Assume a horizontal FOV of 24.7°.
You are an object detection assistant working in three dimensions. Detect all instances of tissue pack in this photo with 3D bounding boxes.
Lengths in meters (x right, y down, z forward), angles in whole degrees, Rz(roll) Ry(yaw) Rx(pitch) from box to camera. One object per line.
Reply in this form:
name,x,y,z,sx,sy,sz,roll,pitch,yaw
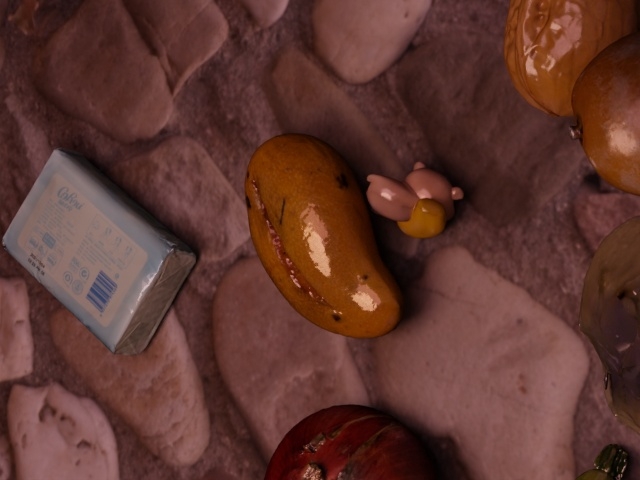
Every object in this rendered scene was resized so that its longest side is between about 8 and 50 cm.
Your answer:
tissue pack,-0.308,0.014,2.033,0.263,0.089,0.177,39,104,29

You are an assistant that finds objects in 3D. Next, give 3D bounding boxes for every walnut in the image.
walnut,0.286,-0.242,1.665,0.159,0.159,0.206,10,96,31

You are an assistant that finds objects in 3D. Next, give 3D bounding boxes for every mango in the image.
mango,-0.005,0.000,1.824,0.177,0.120,0.294,-47,59,43
mango,0.452,-0.140,1.526,0.384,0.199,0.221,-10,44,10

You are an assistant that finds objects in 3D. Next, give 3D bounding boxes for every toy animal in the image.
toy animal,0.117,-0.053,1.799,0.114,0.091,0.082,22,69,18

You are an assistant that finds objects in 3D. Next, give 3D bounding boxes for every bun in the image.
bun,0.380,0.092,1.546,0.273,0.168,0.272,11,103,58

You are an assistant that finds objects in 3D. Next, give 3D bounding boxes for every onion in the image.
onion,0.030,0.320,1.778,0.248,0.161,0.248,12,106,47

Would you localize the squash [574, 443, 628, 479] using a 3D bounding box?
squash,0.294,0.387,1.658,0.071,0.080,0.318,180,96,-69
